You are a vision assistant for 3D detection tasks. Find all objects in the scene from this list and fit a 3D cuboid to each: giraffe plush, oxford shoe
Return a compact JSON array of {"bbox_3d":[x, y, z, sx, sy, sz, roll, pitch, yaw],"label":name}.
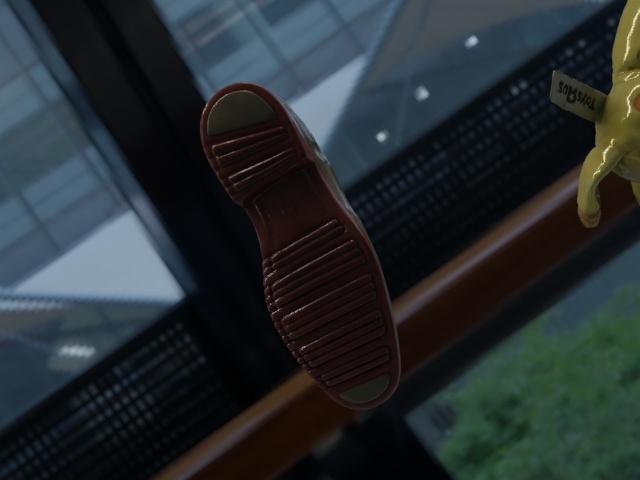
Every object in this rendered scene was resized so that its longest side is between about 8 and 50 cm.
[{"bbox_3d":[0.269,-0.080,1.006,0.170,0.181,0.210,9,12,39],"label":"giraffe plush"},{"bbox_3d":[0.000,0.000,1.641,0.123,0.348,0.130,-22,-3,15],"label":"oxford shoe"}]
